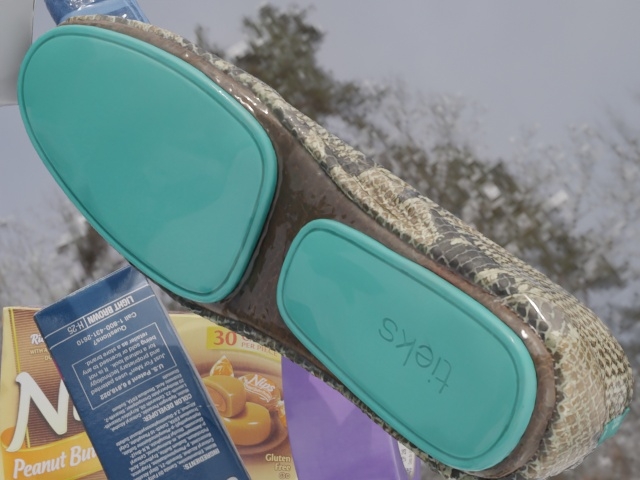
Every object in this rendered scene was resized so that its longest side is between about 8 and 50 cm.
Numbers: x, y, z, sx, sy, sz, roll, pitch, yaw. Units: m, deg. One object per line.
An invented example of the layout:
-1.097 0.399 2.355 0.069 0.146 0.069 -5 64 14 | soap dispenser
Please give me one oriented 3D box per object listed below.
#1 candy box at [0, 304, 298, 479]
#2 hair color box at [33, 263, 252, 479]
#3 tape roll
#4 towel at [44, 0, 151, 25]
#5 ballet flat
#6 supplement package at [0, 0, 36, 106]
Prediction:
-0.168 0.163 1.413 0.316 0.183 0.087 2 -1 8 | candy box
-0.111 0.208 1.148 0.105 0.347 0.174 -28 -23 -7 | hair color box
0.028 0.135 1.126 0.080 0.189 0.189 -9 -33 10 | tape roll
-0.170 -0.169 1.077 0.067 0.119 0.029 -21 -30 -17 | towel
0.000 0.000 0.921 0.182 0.483 0.164 -1 -60 -55 | ballet flat
-0.363 -0.189 0.939 0.293 0.175 0.177 -10 -56 -34 | supplement package
